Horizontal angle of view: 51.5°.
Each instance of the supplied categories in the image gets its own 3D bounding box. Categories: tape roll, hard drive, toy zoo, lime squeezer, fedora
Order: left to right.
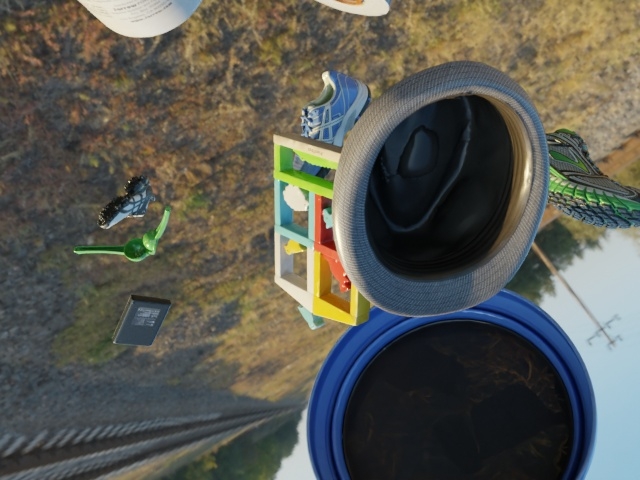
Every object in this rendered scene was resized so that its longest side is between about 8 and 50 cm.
[{"bbox_3d":[-0.410,-0.006,1.495,0.310,0.110,0.059,-19,-141,31],"label":"lime squeezer"},{"bbox_3d":[-0.411,0.187,1.526,0.094,0.022,0.135,11,120,-34],"label":"hard drive"},{"bbox_3d":[0.000,0.000,0.990,0.030,0.192,0.293,-18,118,-38],"label":"toy zoo"},{"bbox_3d":[0.048,-0.536,1.355,0.219,0.219,0.072,9,99,-74],"label":"tape roll"},{"bbox_3d":[0.118,-0.066,0.726,0.243,0.124,0.276,-12,120,-10],"label":"fedora"}]

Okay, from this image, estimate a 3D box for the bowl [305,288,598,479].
[{"bbox_3d":[0.173,0.240,0.915,0.391,0.391,0.077,-33,138,2],"label":"bowl"}]

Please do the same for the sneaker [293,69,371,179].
[{"bbox_3d":[-0.005,-0.173,1.060,0.080,0.081,0.211,23,-96,59],"label":"sneaker"}]

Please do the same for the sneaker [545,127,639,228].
[{"bbox_3d":[0.468,-0.133,1.234,0.146,0.343,0.134,-58,146,1],"label":"sneaker"}]

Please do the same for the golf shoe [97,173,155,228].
[{"bbox_3d":[-0.502,-0.085,1.754,0.077,0.094,0.198,2,-137,35],"label":"golf shoe"}]

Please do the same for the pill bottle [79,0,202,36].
[{"bbox_3d":[-0.189,-0.276,0.536,0.131,0.131,0.229,-34,162,5],"label":"pill bottle"}]
